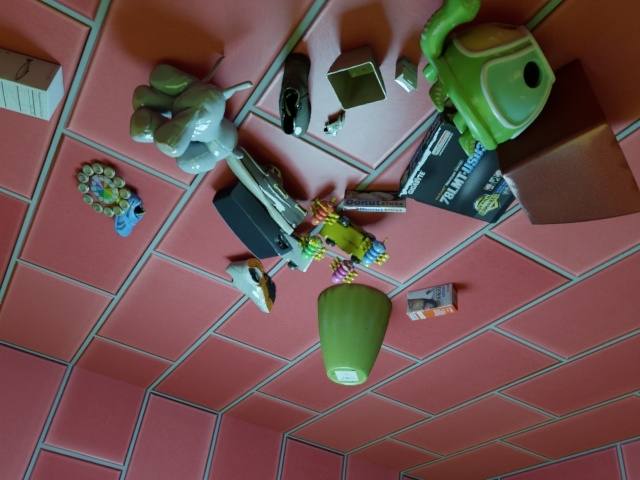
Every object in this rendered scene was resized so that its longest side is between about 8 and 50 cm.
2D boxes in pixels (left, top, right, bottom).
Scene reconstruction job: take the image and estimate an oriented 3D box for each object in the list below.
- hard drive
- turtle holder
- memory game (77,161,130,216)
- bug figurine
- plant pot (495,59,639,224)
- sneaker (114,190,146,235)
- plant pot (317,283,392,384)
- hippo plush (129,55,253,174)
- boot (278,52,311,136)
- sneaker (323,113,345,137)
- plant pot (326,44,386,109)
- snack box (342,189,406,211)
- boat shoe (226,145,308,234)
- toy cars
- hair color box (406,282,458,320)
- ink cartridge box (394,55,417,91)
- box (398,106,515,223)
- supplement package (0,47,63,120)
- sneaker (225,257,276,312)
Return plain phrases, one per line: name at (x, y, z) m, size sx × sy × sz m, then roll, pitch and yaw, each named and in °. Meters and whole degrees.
hard drive at (-0.208, -0.048, 1.841) m, size 0.255 × 0.054 × 0.172 m, roll 52°, pitch 149°, yaw -18°
turtle holder at (0.344, -0.363, 1.317) m, size 0.227 × 0.243 × 0.320 m, roll -30°, pitch 91°, yaw 21°
memory game at (-0.654, -0.151, 1.869) m, size 0.186 × 0.012 × 0.186 m, roll 10°, pitch 124°, yaw 16°
bug figurine at (0.054, 0.012, 1.829) m, size 0.279 × 0.072 × 0.216 m, roll 37°, pitch 115°, yaw 3°
plant pot at (0.539, -0.188, 1.391) m, size 0.236 × 0.267 × 0.267 m, roll -25°, pitch 124°, yaw 26°
sneaker at (-0.600, -0.072, 1.964) m, size 0.082 × 0.069 × 0.209 m, roll 23°, pitch 140°, yaw -1°
plant pot at (0.110, 0.350, 2.198) m, size 0.275 × 0.293 × 0.275 m, roll 5°, pitch 143°, yaw 4°
hippo plush at (-0.315, -0.303, 1.555) m, size 0.294 × 0.234 × 0.236 m, roll -40°, pitch 156°, yaw -5°
boot at (-0.072, -0.308, 1.488) m, size 0.083 × 0.161 × 0.246 m, roll 7°, pitch 143°, yaw 3°
sneaker at (0.034, -0.297, 1.589) m, size 0.037 × 0.032 × 0.083 m, roll 21°, pitch 140°, yaw -16°
plant pot at (0.087, -0.381, 1.417) m, size 0.109 × 0.096 × 0.109 m, roll -10°, pitch 139°, yaw 23°
snack box at (0.156, -0.113, 1.776) m, size 0.178 × 0.064 × 0.022 m, roll 2°, pitch 144°, yaw 8°
boat shoe at (-0.148, -0.154, 1.757) m, size 0.324 × 0.097 × 0.116 m, roll 53°, pitch 170°, yaw -34°
toy cars at (0.000, 0.000, 1.931) m, size 0.393 × 0.087 × 0.176 m, roll -5°, pitch 106°, yaw 19°
hair color box at (0.384, 0.212, 2.132) m, size 0.167 × 0.093 × 0.053 m, roll -17°, pitch 135°, yaw 28°
ink cartridge box at (0.196, -0.375, 1.414) m, size 0.048 × 0.083 × 0.028 m, roll 31°, pitch 137°, yaw -27°
box at (0.394, -0.189, 1.632) m, size 0.293 × 0.073 × 0.295 m, roll 14°, pitch 142°, yaw -10°
supplement package at (-0.753, -0.394, 1.552) m, size 0.179 × 0.105 × 0.105 m, roll 15°, pitch 142°, yaw -9°
sneaker at (-0.245, 0.157, 2.195) m, size 0.121 × 0.099 × 0.262 m, roll 0°, pitch 135°, yaw 23°
